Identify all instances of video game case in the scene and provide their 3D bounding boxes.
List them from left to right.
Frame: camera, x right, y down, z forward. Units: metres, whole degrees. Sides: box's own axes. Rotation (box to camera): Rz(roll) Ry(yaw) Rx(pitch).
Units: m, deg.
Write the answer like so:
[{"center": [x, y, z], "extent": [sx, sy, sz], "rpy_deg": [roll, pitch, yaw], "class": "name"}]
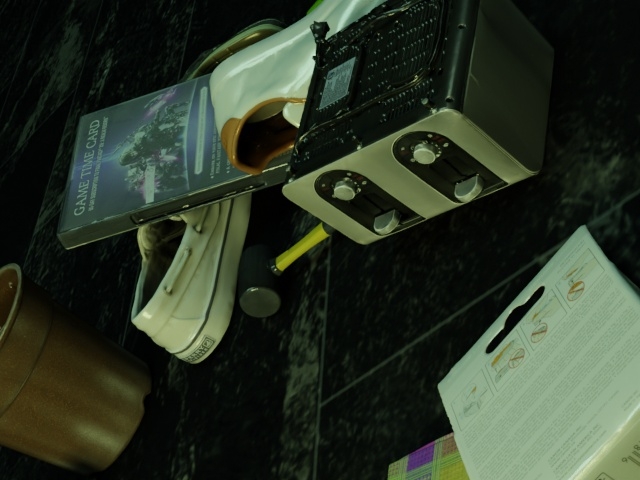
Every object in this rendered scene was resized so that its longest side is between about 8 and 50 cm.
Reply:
[{"center": [-0.114, -0.098, 1.250], "extent": [0.274, 0.026, 0.196], "rpy_deg": [-17, 38, 12], "class": "video game case"}]

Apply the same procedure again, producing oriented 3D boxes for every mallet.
[{"center": [0.000, 0.000, 1.079], "extent": [0.190, 0.039, 0.062], "rpy_deg": [-34, 34, 32], "class": "mallet"}]

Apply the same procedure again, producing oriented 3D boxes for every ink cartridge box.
[{"center": [0.140, 0.087, 0.740], "extent": [0.145, 0.045, 0.179], "rpy_deg": [-50, 17, 15], "class": "ink cartridge box"}]

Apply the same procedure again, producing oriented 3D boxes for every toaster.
[{"center": [0.071, -0.102, 0.960], "extent": [0.168, 0.110, 0.185], "rpy_deg": [-23, 41, 38], "class": "toaster"}]

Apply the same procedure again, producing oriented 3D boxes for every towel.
[{"center": [0.070, 0.152, 0.810], "extent": [0.083, 0.009, 0.060], "rpy_deg": [-34, 35, 40], "class": "towel"}]

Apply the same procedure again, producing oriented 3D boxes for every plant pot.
[{"center": [-0.259, 0.132, 1.226], "extent": [0.167, 0.165, 0.167], "rpy_deg": [-41, 31, 31], "class": "plant pot"}]

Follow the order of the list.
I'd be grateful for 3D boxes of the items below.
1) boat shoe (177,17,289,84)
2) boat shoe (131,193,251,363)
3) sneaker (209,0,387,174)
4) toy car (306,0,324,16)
[{"center": [-0.106, -0.177, 1.408], "extent": [0.223, 0.080, 0.073], "rpy_deg": [-40, 35, 40], "class": "boat shoe"}, {"center": [-0.132, -0.003, 1.244], "extent": [0.096, 0.088, 0.267], "rpy_deg": [-37, 32, 36], "class": "boat shoe"}, {"center": [0.033, -0.146, 1.104], "extent": [0.290, 0.106, 0.123], "rpy_deg": [-32, 48, 27], "class": "sneaker"}, {"center": [0.038, -0.284, 1.271], "extent": [0.155, 0.149, 0.188], "rpy_deg": [-47, -1, 12], "class": "toy car"}]
